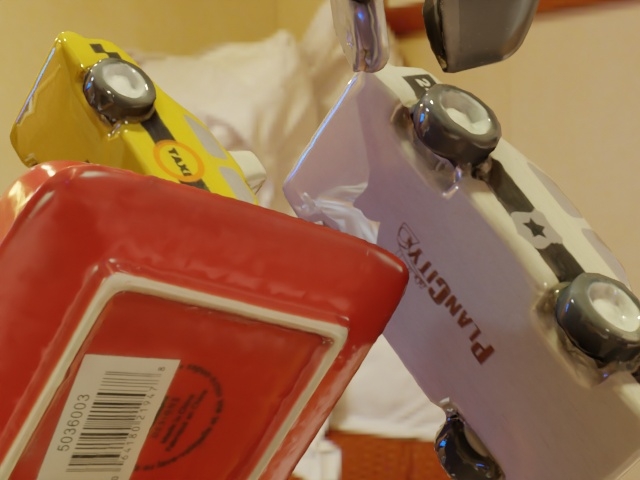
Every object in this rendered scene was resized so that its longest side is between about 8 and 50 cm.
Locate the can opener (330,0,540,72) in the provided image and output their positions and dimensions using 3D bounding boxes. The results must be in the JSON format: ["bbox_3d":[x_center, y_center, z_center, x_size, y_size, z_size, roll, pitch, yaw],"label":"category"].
[{"bbox_3d":[0.018,-0.193,0.434,0.095,0.283,0.076,-9,20,-6],"label":"can opener"}]

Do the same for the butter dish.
[{"bbox_3d":[-0.078,0.032,0.490,0.160,0.160,0.118,16,23,-40],"label":"butter dish"}]

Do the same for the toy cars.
[{"bbox_3d":[0.000,0.000,0.606,0.394,0.176,0.087,13,18,43],"label":"toy cars"}]
